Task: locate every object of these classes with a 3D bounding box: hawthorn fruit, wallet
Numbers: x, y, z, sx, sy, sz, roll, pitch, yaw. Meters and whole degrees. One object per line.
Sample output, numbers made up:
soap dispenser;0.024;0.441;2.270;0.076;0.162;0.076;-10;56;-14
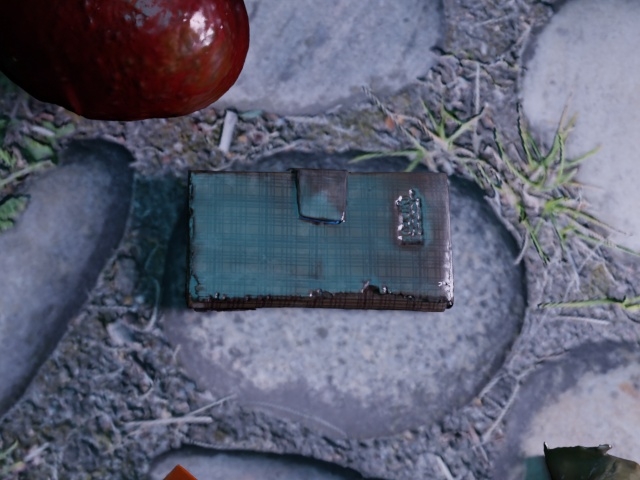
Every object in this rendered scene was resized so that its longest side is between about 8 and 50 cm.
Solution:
hawthorn fruit;-0.193;-0.200;1.240;0.266;0.230;0.210;-4;122;2
wallet;0.000;0.000;1.309;0.230;0.042;0.124;0;80;-8

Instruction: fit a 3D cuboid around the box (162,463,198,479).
box;-0.113;0.332;1.133;0.265;0.048;0.273;-46;47;-15

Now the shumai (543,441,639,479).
shumai;0.212;0.240;1.234;0.206;0.166;0.175;51;60;-27
